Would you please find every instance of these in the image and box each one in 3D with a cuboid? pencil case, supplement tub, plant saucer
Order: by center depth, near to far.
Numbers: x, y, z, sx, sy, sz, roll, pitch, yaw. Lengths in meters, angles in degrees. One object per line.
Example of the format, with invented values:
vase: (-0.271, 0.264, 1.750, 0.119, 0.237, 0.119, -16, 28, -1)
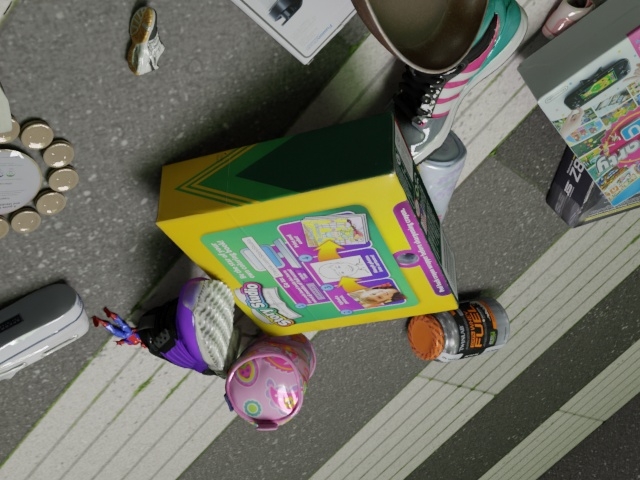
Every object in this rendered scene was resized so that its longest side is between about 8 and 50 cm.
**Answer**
plant saucer: (0.097, -0.333, 0.844, 0.310, 0.050, 0.311, -8, 100, -54)
pencil case: (0.137, -0.055, 1.250, 0.124, 0.114, 0.273, -10, 137, -21)
pencil case: (-0.073, 0.214, 1.276, 0.124, 0.124, 0.284, -37, -179, 4)
supplement tub: (0.278, 0.181, 1.612, 0.190, 0.117, 0.117, -7, 136, -32)

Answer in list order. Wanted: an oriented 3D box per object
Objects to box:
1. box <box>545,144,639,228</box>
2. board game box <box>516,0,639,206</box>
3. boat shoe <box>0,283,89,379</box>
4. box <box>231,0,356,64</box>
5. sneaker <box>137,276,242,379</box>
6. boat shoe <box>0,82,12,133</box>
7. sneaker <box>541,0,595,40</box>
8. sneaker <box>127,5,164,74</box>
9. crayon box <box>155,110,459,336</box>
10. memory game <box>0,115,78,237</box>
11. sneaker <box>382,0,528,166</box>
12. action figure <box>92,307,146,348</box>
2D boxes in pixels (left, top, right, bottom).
box: (0.638, -0.203, 1.474, 0.394, 0.097, 0.318, -16, 138, -22)
board game box: (0.472, -0.216, 1.217, 0.224, 0.098, 0.303, -35, 134, 20)
boat shoe: (-0.434, 0.152, 1.069, 0.258, 0.095, 0.084, -23, 138, -13)
box: (-0.056, -0.330, 0.822, 0.169, 0.087, 0.290, -45, 142, 13)
sneaker: (-0.204, 0.132, 1.172, 0.146, 0.102, 0.293, 12, 155, 5)
boat shoe: (-0.351, -0.188, 0.765, 0.068, 0.081, 0.228, -19, 143, -25)
sneaker: (0.399, -0.330, 1.190, 0.134, 0.051, 0.070, -4, 139, -28)
sneaker: (-0.191, -0.225, 0.891, 0.037, 0.032, 0.083, -20, 148, -39)
crayon box: (0.000, 0.000, 1.112, 0.312, 0.106, 0.363, -10, 147, 17)
memory game: (-0.376, -0.071, 0.934, 0.186, 0.012, 0.186, -21, 142, -18)
sneaker: (0.136, -0.226, 1.046, 0.296, 0.124, 0.178, -52, 145, 10)
action figure: (-0.297, 0.140, 1.214, 0.038, 0.030, 0.115, -41, 145, 1)
